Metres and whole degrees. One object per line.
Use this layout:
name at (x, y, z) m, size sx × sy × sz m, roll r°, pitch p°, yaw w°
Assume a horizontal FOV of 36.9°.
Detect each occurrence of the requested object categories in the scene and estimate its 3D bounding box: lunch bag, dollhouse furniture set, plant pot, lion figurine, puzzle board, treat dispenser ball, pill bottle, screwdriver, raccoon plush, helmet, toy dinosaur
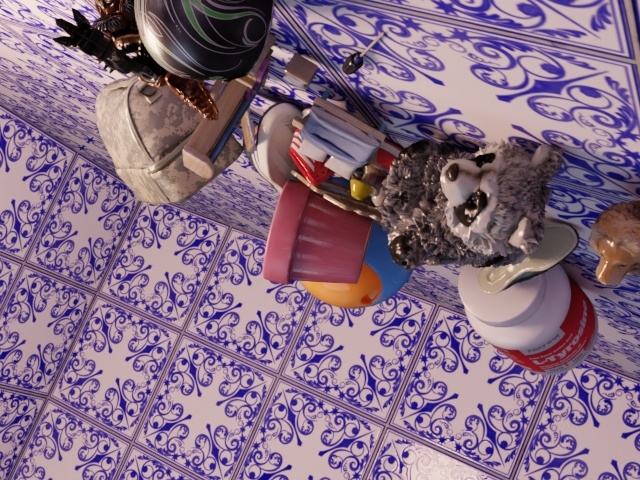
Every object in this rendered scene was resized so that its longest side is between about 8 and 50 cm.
lunch bag at (-0.336, -0.229, 1.991) m, size 0.256 × 0.212 × 0.305 m, roll 53°, pitch 162°, yaw -21°
dollhouse furniture set at (-0.039, -0.149, 1.537) m, size 0.303 × 0.198 × 0.286 m, roll 30°, pitch 171°, yaw -3°
plant pot at (0.000, 0.000, 1.847) m, size 0.180 × 0.201 × 0.201 m, roll 15°, pitch 172°, yaw 5°
lion figurine at (0.589, 0.035, 1.367) m, size 0.392 × 0.142 × 0.240 m, roll 5°, pitch 158°, yaw 23°
puzzle board at (-0.137, -0.232, 1.750) m, size 0.011 × 0.128 × 0.096 m, roll -13°, pitch 179°, yaw -12°
treat dispenser ball at (0.070, 0.004, 2.067) m, size 0.288 × 0.288 × 0.288 m, roll 23°, pitch 173°, yaw 3°
pill bottle at (0.449, 0.144, 2.082) m, size 0.229 × 0.229 × 0.407 m, roll 19°, pitch 172°, yaw 33°
screwdriver at (0.056, -0.255, 1.301) m, size 0.025 × 0.024 × 0.170 m, roll -4°, pitch 175°, yaw -10°
raccoon plush at (0.311, -0.056, 1.530) m, size 0.299 × 0.216 × 0.446 m, roll 1°, pitch -179°, yaw 44°
helmet at (-0.158, -0.292, 1.229) m, size 0.161 × 0.169 × 0.169 m, roll 9°, pitch -179°, yaw -30°
toy dinosaur at (-0.246, -0.298, 1.409) m, size 0.322 × 0.164 × 0.218 m, roll 25°, pitch 176°, yaw 24°

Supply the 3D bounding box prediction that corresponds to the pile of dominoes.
pile of dominoes at (0.080, -0.054, 1.795) m, size 0.251 × 0.040 × 0.196 m, roll 16°, pitch -166°, yaw -30°

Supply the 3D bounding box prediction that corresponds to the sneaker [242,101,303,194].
sneaker at (-0.097, -0.191, 1.878) m, size 0.148 × 0.131 × 0.350 m, roll 44°, pitch 169°, yaw 17°

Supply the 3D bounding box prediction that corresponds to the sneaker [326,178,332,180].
sneaker at (0.055, -0.100, 2.245) m, size 0.281 × 0.105 × 0.115 m, roll 20°, pitch -153°, yaw -2°

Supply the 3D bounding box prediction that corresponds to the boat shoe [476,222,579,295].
boat shoe at (0.398, 0.029, 1.813) m, size 0.079 × 0.084 × 0.233 m, roll -9°, pitch 160°, yaw -43°

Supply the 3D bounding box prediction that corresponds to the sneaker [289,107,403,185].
sneaker at (0.046, -0.139, 1.733) m, size 0.221 × 0.128 × 0.087 m, roll 24°, pitch 173°, yaw -1°

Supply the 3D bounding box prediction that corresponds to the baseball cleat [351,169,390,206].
baseball cleat at (0.119, -0.118, 1.839) m, size 0.109 × 0.072 × 0.206 m, roll 43°, pitch -167°, yaw 3°
